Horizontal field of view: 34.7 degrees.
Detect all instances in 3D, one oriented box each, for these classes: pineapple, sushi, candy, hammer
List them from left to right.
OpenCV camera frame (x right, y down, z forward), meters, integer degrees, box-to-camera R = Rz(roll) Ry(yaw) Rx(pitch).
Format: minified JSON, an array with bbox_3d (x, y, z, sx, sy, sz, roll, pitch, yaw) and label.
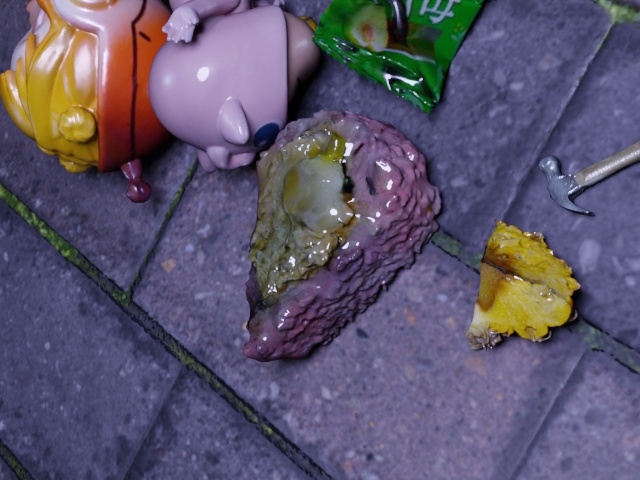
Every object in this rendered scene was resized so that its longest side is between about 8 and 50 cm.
[{"bbox_3d":[-0.008,-0.015,0.964,0.241,0.107,0.161,-49,52,18],"label":"sushi"},{"bbox_3d":[0.092,-0.237,0.940,0.141,0.078,0.203,31,104,-5],"label":"candy"},{"bbox_3d":[0.150,0.050,0.852,0.114,0.077,0.114,47,121,39],"label":"pineapple"},{"bbox_3d":[0.266,-0.075,0.826,0.182,0.017,0.062,-27,65,28],"label":"hammer"}]

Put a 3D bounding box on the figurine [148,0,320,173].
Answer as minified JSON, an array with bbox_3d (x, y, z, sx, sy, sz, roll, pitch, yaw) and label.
[{"bbox_3d":[-0.083,-0.215,1.006,0.176,0.186,0.287,127,134,-69],"label":"figurine"}]

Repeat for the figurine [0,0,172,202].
[{"bbox_3d":[-0.226,-0.215,1.115,0.320,0.196,0.323,144,143,-76],"label":"figurine"}]
